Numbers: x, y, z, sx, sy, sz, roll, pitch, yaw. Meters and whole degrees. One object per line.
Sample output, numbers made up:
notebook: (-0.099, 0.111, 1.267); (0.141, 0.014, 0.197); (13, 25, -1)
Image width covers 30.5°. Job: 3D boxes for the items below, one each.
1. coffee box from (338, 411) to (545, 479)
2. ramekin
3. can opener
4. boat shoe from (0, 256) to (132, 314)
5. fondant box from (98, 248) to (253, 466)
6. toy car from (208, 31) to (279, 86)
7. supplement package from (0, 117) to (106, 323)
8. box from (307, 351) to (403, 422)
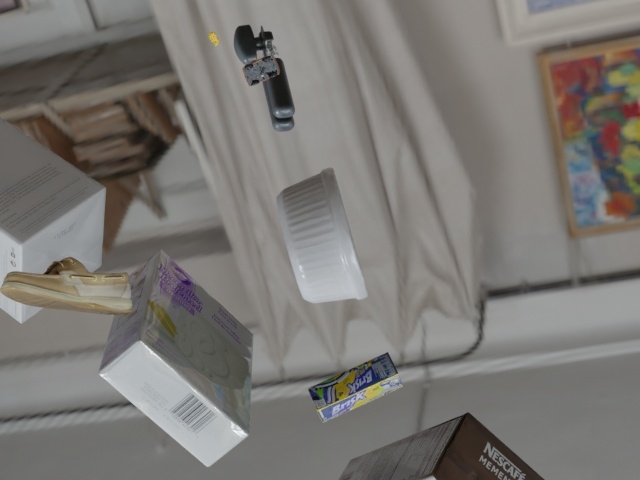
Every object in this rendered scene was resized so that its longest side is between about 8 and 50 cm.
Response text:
coffee box: (0.155, 0.369, 1.650); (0.297, 0.168, 0.119); (-34, -164, 51)
ramekin: (0.000, 0.000, 2.311); (0.127, 0.272, 0.273); (-16, -155, 2)
can opener: (-0.111, -0.333, 2.402); (0.093, 0.074, 0.280); (-11, -129, -11)
boat shoe: (-0.290, 0.048, 1.348); (0.063, 0.059, 0.170); (-10, 164, 40)
fondant box: (-0.226, 0.184, 1.930); (0.096, 0.238, 0.330); (-41, -160, 14)
toy car: (-0.120, -0.297, 1.844); (0.060, 0.122, 0.040); (-41, -159, 0)
supplement package: (-0.494, -0.050, 1.780); (0.293, 0.175, 0.177); (33, -133, 19)
box: (0.065, 0.277, 2.209); (0.169, 0.059, 0.054); (-24, -125, -2)
